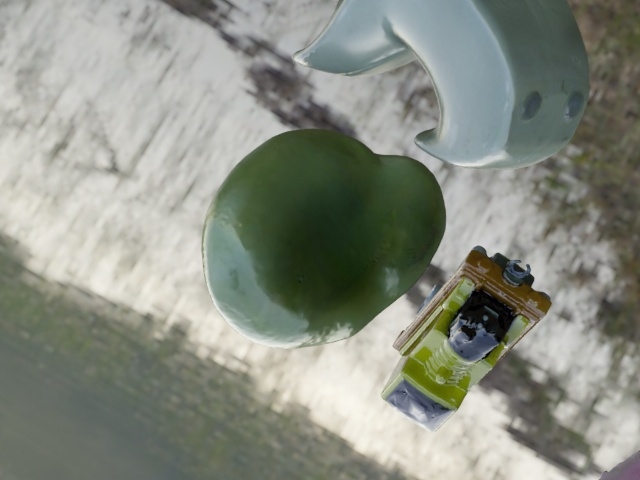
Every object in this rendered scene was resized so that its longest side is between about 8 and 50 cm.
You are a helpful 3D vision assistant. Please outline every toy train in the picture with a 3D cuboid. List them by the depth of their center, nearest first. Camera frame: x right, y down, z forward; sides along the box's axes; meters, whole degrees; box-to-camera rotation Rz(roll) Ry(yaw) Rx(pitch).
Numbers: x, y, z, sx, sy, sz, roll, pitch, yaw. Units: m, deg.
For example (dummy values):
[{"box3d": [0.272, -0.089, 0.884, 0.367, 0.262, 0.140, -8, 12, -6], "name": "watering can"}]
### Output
[{"box3d": [0.128, 0.089, 1.359, 0.089, 0.127, 0.219, 34, 143, -1], "name": "toy train"}]

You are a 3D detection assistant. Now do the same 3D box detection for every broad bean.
[{"box3d": [0.000, 0.000, 1.152, 0.228, 0.169, 0.100, 8, 180, -39], "name": "broad bean"}]

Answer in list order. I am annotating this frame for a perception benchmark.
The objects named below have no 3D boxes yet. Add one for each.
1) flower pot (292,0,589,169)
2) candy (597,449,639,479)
[{"box3d": [0.093, -0.249, 0.989, 0.254, 0.367, 0.164, 30, -157, 34], "name": "flower pot"}, {"box3d": [0.316, 0.346, 1.607, 0.116, 0.265, 0.155, 23, 127, 40], "name": "candy"}]
